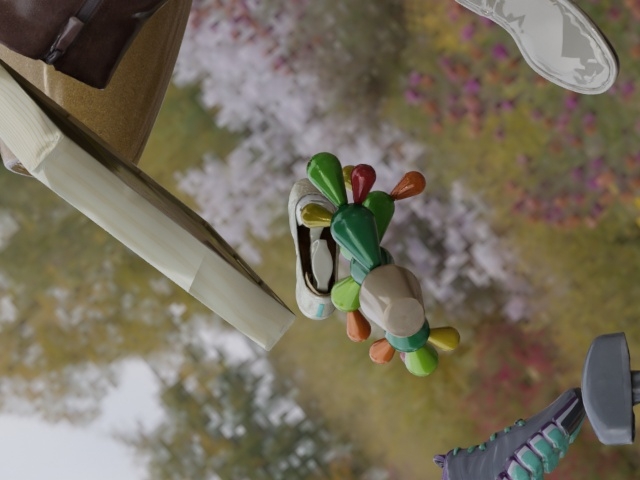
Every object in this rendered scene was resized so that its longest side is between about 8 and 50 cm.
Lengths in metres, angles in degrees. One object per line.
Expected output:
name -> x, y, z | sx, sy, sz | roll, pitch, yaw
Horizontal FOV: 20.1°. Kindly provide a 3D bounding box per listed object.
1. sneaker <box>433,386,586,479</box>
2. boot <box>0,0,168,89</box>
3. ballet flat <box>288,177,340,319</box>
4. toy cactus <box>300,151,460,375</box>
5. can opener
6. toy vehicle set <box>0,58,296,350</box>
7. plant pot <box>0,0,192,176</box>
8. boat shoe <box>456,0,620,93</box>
sneaker -> 0.174, 0.215, 1.804 | 0.098, 0.224, 0.083 | 37, 163, 21
boot -> -0.122, -0.209, 1.358 | 0.248, 0.207, 0.090 | 20, -168, -33
ballet flat -> 0.000, 0.000, 1.850 | 0.052, 0.057, 0.168 | 109, 158, -59
toy cactus -> 0.058, 0.031, 1.463 | 0.180, 0.112, 0.219 | -119, 12, -69
can opener -> 0.276, 0.215, 1.535 | 0.076, 0.095, 0.283 | 57, -149, -65
toy vehicle set -> -0.144, -0.030, 1.353 | 0.267, 0.035, 0.166 | 40, -177, -40
plant pot -> -0.224, -0.188, 1.649 | 0.237, 0.237, 0.254 | 30, -120, -72
boat shoe -> 0.204, -0.212, 1.675 | 0.206, 0.075, 0.065 | 40, -146, 21
